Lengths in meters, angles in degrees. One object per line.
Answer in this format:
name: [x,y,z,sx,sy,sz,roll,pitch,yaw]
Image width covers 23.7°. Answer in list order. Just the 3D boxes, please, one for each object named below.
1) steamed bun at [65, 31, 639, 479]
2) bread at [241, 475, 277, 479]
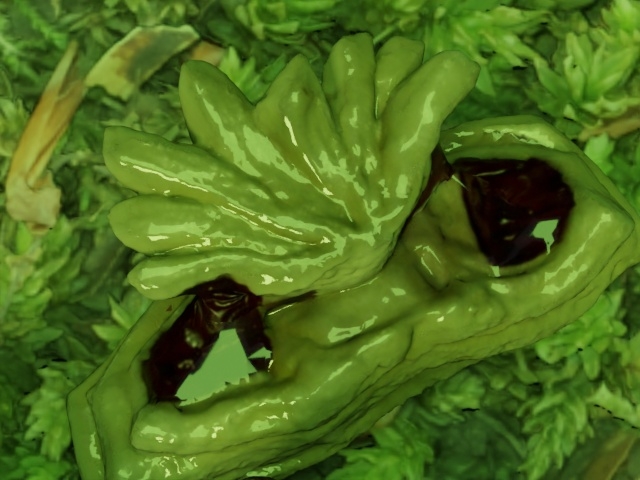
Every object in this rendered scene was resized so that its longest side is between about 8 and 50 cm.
steamed bun: [0.000,0.000,1.019,0.428,0.189,0.247,-25,73,-6]
bread: [0.015,0.224,0.944,0.184,0.234,0.110,31,83,6]
